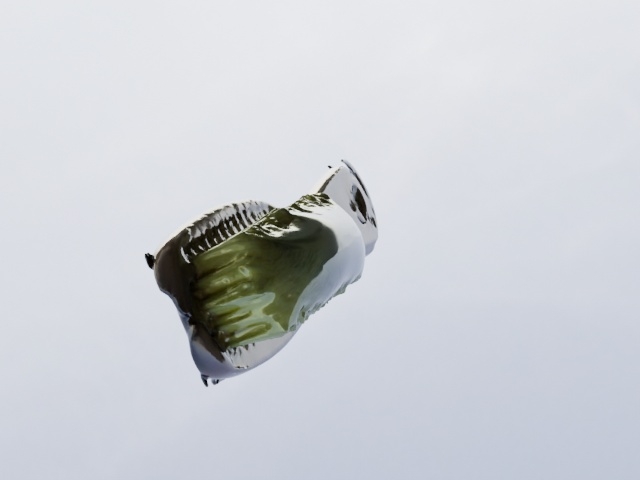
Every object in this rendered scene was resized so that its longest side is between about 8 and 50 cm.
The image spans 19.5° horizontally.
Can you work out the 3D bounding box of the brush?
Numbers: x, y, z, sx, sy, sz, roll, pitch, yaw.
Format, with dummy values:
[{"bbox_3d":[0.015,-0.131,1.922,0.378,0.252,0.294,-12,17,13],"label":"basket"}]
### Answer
[{"bbox_3d":[0.002,0.001,0.897,0.067,0.072,0.313,-16,-175,16],"label":"brush"}]
